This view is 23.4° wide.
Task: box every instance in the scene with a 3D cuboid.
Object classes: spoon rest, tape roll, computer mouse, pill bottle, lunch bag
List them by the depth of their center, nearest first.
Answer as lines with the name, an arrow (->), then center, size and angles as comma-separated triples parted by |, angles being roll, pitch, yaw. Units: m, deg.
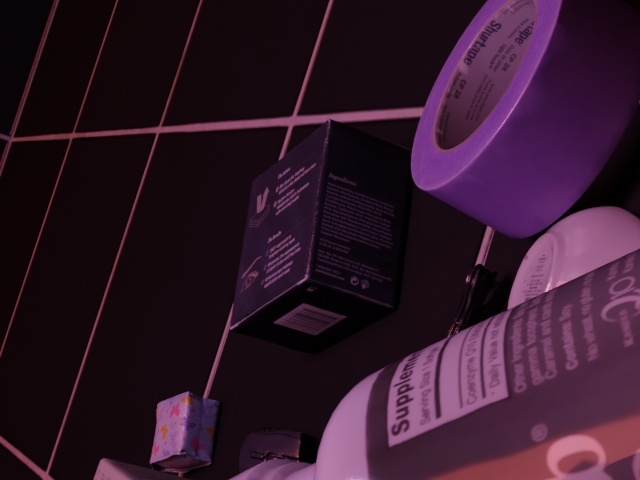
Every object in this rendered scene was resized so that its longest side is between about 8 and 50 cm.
pill bottle -> 0.129, 0.124, 0.674 | 0.363, 0.210, 0.210 | -27, 41, 20
spoon rest -> 0.188, 0.042, 0.973 | 0.276, 0.084, 0.137 | -179, 108, -80
computer mouse -> 0.107, 0.102, 1.098 | 0.106, 0.042, 0.193 | -60, 16, 22
tape roll -> 0.148, -0.102, 1.109 | 0.189, 0.080, 0.189 | -55, 18, 27
computer mouse -> -0.019, 0.196, 1.343 | 0.242, 0.041, 0.071 | -13, 60, 63
lunch bag -> -0.145, 0.202, 1.612 | 0.083, 0.053, 0.071 | -25, 52, 48

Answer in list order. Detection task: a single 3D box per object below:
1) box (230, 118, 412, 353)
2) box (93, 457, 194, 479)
box -> 0.000, 0.000, 1.388 | 0.156, 0.093, 0.158 | -34, 43, 56
box -> -0.115, 0.286, 1.349 | 0.232, 0.148, 0.127 | 10, 81, 68
